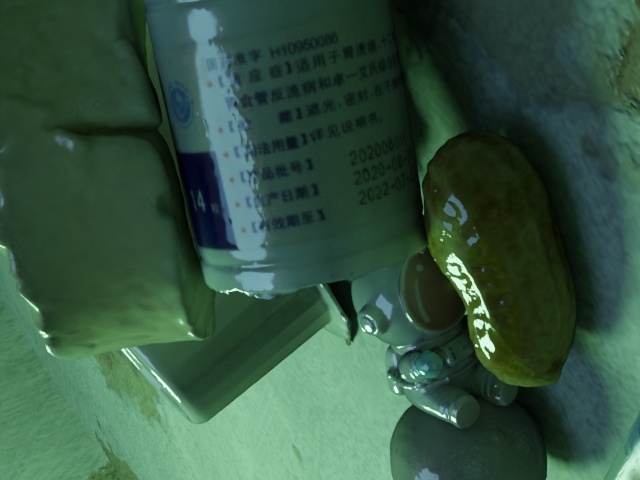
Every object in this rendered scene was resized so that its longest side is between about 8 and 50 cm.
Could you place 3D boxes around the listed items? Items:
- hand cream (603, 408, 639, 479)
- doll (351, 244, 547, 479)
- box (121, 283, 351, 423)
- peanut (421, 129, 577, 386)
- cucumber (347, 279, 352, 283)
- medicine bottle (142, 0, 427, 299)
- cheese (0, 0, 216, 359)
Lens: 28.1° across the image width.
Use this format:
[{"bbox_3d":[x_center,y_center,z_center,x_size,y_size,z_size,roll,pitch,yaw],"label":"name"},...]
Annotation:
[{"bbox_3d":[0.262,0.246,1.054,0.124,0.078,0.340,51,151,28],"label":"hand cream"},{"bbox_3d":[0.107,0.122,1.150,0.151,0.151,0.287,6,117,64],"label":"doll"},{"bbox_3d":[-0.137,0.066,1.452,0.291,0.206,0.262,28,155,54],"label":"box"},{"bbox_3d":[0.141,0.017,1.000,0.108,0.095,0.226,15,133,56],"label":"peanut"},{"bbox_3d":[-0.001,0.000,1.363,0.257,0.043,0.044,34,151,47],"label":"cucumber"},{"bbox_3d":[-0.033,-0.139,1.005,0.190,0.190,0.332,14,117,62],"label":"medicine bottle"},{"bbox_3d":[-0.189,-0.072,1.109,0.292,0.153,0.332,-100,-3,-53],"label":"cheese"}]
